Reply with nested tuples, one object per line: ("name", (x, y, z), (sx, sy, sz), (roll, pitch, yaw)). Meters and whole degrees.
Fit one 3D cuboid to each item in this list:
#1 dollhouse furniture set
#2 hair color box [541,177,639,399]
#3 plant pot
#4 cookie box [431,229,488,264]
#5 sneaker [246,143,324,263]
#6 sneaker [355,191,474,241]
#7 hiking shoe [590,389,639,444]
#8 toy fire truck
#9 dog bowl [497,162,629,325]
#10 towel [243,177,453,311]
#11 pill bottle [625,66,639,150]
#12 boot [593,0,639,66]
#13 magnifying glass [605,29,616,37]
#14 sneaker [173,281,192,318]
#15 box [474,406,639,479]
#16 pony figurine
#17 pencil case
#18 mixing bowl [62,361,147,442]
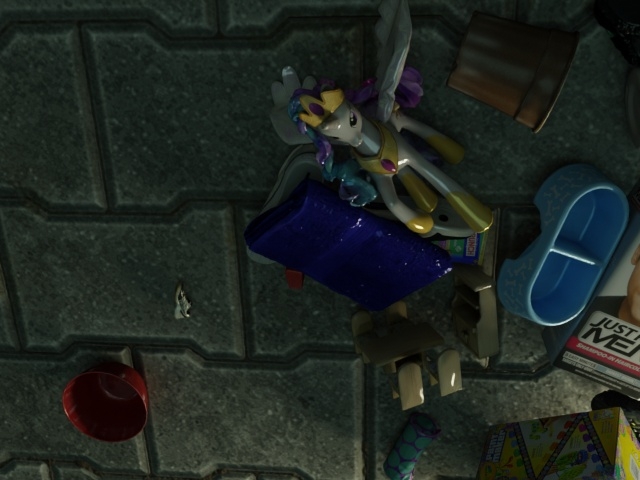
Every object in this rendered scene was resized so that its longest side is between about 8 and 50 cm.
("dollhouse furniture set", (0.194, 0.156, 1.357), (0.242, 0.212, 0.161), (-17, 116, -14))
("hair color box", (0.578, 0.087, 1.325), (0.185, 0.113, 0.374), (22, 115, -3))
("plant pot", (0.298, -0.279, 1.171), (0.165, 0.167, 0.167), (22, 116, 5))
("cookie box", (0.251, -0.008, 1.360), (0.107, 0.040, 0.092), (6, 114, 3))
("sneaker", (-0.056, -0.065, 1.346), (0.094, 0.091, 0.258), (26, 124, -12))
("sneaker", (0.162, -0.017, 1.322), (0.217, 0.079, 0.121), (11, 137, 4))
("hiking shoe", (0.642, 0.370, 1.463), (0.227, 0.086, 0.114), (12, 112, 0))
("toy fire truck", (0.000, 0.000, 1.391), (0.135, 0.047, 0.192), (2, 115, 6))
("dog bowl", (0.427, 0.016, 1.283), (0.166, 0.074, 0.297), (17, 105, -24))
("towel", (0.043, 0.022, 1.264), (0.308, 0.076, 0.227), (25, 148, -23))
("pill bottle", (0.624, -0.224, 1.161), (0.246, 0.136, 0.136), (-7, 114, 10))
("boot", (0.503, -0.409, 1.095), (0.207, 0.094, 0.246), (-29, 106, 10))
("magnifying glass", (0.568, -0.366, 1.164), (0.231, 0.026, 0.092), (-6, 113, 9))
("sneaker", (-0.278, 0.120, 1.495), (0.037, 0.032, 0.083), (3, 121, -9))
("box", (0.505, 0.511, 1.457), (0.279, 0.177, 0.290), (-20, 112, 36))
("pony figurine", (0.091, -0.188, 1.164), (0.363, 0.351, 0.303), (35, 119, -30))
("pencil case", (0.192, 0.442, 1.564), (0.070, 0.064, 0.151), (29, 116, 11))
("mixing bowl", (-0.442, 0.326, 1.569), (0.181, 0.098, 0.181), (3, 116, 6))
